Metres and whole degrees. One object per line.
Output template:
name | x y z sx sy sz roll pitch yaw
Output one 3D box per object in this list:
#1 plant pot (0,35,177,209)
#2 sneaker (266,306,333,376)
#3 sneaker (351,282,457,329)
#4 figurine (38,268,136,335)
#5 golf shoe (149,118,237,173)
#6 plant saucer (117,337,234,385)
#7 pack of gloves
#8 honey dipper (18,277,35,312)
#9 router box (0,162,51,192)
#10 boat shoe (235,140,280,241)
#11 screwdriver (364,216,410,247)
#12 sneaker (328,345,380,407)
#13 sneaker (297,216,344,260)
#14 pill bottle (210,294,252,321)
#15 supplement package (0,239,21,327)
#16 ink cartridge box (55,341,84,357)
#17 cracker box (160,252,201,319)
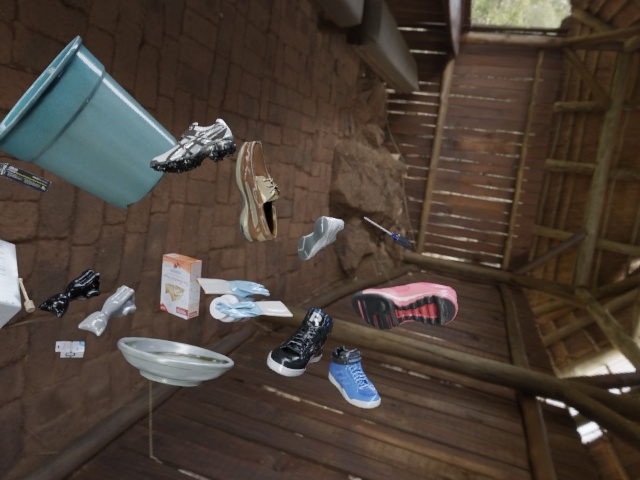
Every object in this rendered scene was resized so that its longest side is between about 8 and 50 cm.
plant pot | -0.585 -0.272 1.176 0.334 0.341 0.341 41 58 -37
sneaker | -0.035 0.198 0.944 0.121 0.079 0.217 -68 163 5
sneaker | 0.250 0.184 1.341 0.136 0.314 0.115 -41 124 -59
figurine | -0.723 0.203 1.429 0.209 0.215 0.092 -62 177 -66
golf shoe | -0.294 -0.214 1.032 0.077 0.198 0.093 104 -31 -82
plant saucer | -0.510 0.431 1.585 0.400 0.401 0.100 40 62 -71
pack of gloves | -0.227 0.182 1.322 0.232 0.195 0.046 8 113 -39
honey dipper | -1.124 0.205 1.726 0.031 0.160 0.030 -30 151 -19
router box | -0.860 -0.180 1.304 0.122 0.092 0.038 31 73 -52
boat shoe | -0.184 -0.151 1.433 0.122 0.120 0.323 -38 130 -62
screwdriver | 0.166 -0.019 1.120 0.170 0.025 0.024 26 119 -39
sneaker | 0.067 0.265 0.908 0.058 0.152 0.084 -3 103 -27
sneaker | 0.000 0.000 1.009 0.061 0.152 0.053 -3 63 -37
pill bottle | -0.349 0.266 1.779 0.180 0.108 0.107 26 77 -68
supplement package | -0.922 0.114 1.222 0.139 0.244 0.134 -40 145 10
ink cartridge box | -0.833 0.361 1.506 0.083 0.048 0.028 9 118 -31
cracker box | -0.555 0.179 1.803 0.067 0.156 0.232 -13 112 -59
